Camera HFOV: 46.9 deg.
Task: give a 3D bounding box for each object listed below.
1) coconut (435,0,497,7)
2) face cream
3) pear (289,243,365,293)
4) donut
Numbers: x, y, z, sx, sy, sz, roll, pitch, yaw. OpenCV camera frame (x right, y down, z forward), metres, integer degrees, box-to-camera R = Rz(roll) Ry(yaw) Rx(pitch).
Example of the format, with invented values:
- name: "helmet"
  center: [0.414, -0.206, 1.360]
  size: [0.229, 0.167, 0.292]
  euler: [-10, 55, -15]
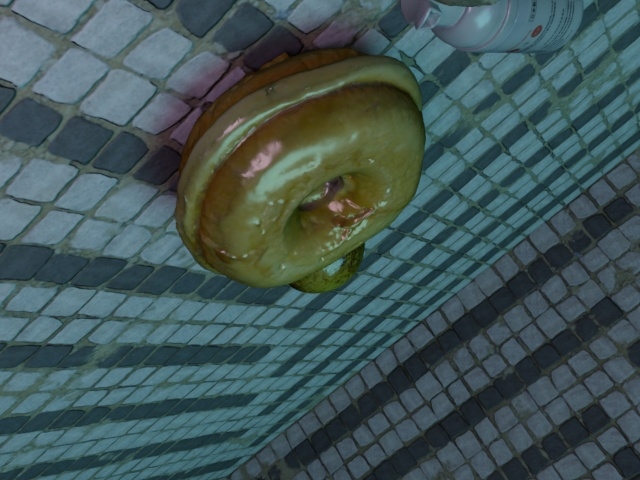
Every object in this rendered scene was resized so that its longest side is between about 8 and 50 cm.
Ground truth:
- name: "coconut"
  center: [0.191, -0.408, 0.882]
  size: [0.241, 0.241, 0.241]
  euler: [-28, 156, -14]
- name: "face cream"
  center: [0.248, -0.362, 1.128]
  size: [0.369, 0.145, 0.145]
  euler: [-11, 148, -42]
- name: "pear"
  center: [0.000, 0.000, 1.429]
  size: [0.197, 0.197, 0.197]
  euler: [-28, 156, -14]
- name: "donut"
  center: [-0.025, -0.108, 1.158]
  size: [0.449, 0.198, 0.449]
  euler: [-26, 149, -17]
